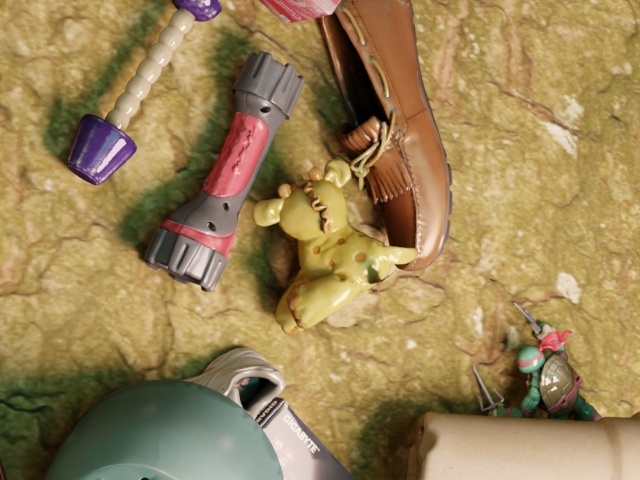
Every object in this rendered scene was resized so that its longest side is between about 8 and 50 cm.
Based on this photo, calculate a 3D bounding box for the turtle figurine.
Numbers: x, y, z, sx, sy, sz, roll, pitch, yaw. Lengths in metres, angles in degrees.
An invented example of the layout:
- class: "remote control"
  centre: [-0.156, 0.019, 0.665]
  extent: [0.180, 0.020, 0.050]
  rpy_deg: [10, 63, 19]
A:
- class: "turtle figurine"
  centre: [0.318, 0.213, 2.043]
  extent: [0.175, 0.118, 0.234]
  rpy_deg: [-45, 117, -18]

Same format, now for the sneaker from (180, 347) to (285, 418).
- class: "sneaker"
  centre: [-0.145, 0.211, 1.790]
  extent: [0.232, 0.115, 0.090]
  rpy_deg: [-35, 108, -22]

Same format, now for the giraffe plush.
- class: "giraffe plush"
  centre: [0.000, 0.000, 1.825]
  extent: [0.181, 0.210, 0.170]
  rpy_deg: [-32, 89, -37]

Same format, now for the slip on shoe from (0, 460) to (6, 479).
- class: "slip on shoe"
  centre: [-0.441, 0.197, 1.642]
  extent: [0.123, 0.101, 0.331]
  rpy_deg: [-25, 102, -23]

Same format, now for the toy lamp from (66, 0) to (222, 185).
- class: "toy lamp"
  centre: [-0.219, -0.192, 1.751]
  extent: [0.080, 0.080, 0.275]
  rpy_deg: [36, 77, -25]

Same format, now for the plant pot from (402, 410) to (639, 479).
- class: "plant pot"
  centre: [0.264, 0.361, 1.897]
  extent: [0.305, 0.334, 0.334]
  rpy_deg: [12, 87, -2]

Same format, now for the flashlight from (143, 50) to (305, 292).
- class: "flashlight"
  centre: [-0.118, -0.090, 1.798]
  extent: [0.103, 0.103, 0.304]
  rpy_deg: [27, 82, -24]

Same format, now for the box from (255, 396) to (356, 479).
- class: "box"
  centre: [-0.049, 0.342, 1.885]
  extent: [0.175, 0.051, 0.220]
  rpy_deg: [-46, 111, -18]

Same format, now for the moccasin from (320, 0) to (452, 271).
- class: "moccasin"
  centre: [0.078, -0.144, 1.877]
  extent: [0.147, 0.139, 0.380]
  rpy_deg: [-14, 99, -26]

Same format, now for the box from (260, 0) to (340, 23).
- class: "box"
  centre: [-0.075, -0.399, 1.788]
  extent: [0.257, 0.128, 0.123]
  rpy_deg: [39, 75, -24]

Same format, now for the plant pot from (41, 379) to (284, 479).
- class: "plant pot"
  centre: [-0.195, 0.323, 1.636]
  extent: [0.293, 0.235, 0.293]
  rpy_deg: [0, 93, 4]
